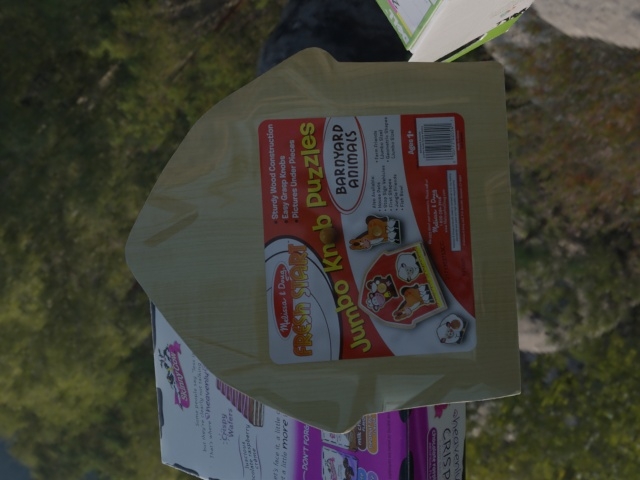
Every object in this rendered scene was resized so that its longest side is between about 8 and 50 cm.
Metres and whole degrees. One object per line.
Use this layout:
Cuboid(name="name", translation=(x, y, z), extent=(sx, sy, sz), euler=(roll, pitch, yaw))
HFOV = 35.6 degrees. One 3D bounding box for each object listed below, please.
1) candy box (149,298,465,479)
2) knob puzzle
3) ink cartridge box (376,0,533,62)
Cuboid(name="candy box", translation=(-0.014, 0.098, 0.682), extent=(0.233, 0.071, 0.159), euler=(9, 106, 40))
Cuboid(name="knob puzzle", translation=(0.000, 0.000, 0.506), extent=(0.213, 0.213, 0.030), euler=(38, 175, -5))
Cuboid(name="ink cartridge box", translation=(0.135, -0.255, 0.967), extent=(0.097, 0.189, 0.255), euler=(57, 163, 6))
